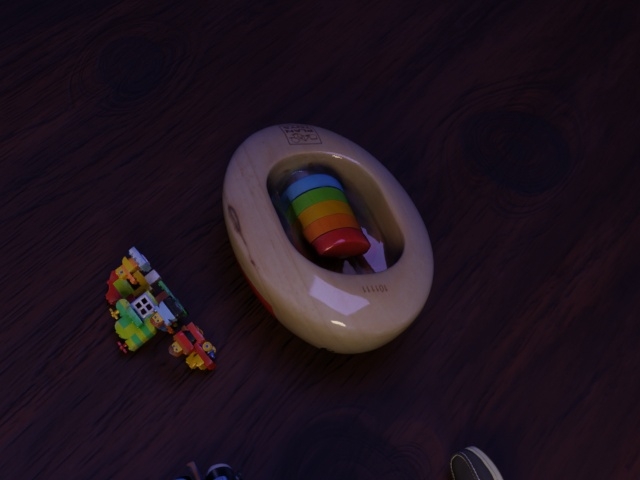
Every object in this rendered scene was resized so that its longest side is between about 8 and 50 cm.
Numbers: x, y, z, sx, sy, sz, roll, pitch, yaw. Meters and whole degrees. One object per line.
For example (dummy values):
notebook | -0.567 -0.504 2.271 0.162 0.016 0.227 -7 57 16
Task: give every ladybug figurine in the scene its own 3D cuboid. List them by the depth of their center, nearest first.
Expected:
ladybug figurine | 0.000 0.000 1.839 0.305 0.162 0.449 -4 48 -20

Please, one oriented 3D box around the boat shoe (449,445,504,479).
boat shoe | 0.213 0.373 1.589 0.073 0.080 0.223 -2 51 -25

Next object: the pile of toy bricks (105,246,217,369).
pile of toy bricks | -0.248 0.114 1.712 0.105 0.118 0.212 -39 71 -5

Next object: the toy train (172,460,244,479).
toy train | -0.128 0.350 1.488 0.105 0.080 0.184 -24 38 -7
